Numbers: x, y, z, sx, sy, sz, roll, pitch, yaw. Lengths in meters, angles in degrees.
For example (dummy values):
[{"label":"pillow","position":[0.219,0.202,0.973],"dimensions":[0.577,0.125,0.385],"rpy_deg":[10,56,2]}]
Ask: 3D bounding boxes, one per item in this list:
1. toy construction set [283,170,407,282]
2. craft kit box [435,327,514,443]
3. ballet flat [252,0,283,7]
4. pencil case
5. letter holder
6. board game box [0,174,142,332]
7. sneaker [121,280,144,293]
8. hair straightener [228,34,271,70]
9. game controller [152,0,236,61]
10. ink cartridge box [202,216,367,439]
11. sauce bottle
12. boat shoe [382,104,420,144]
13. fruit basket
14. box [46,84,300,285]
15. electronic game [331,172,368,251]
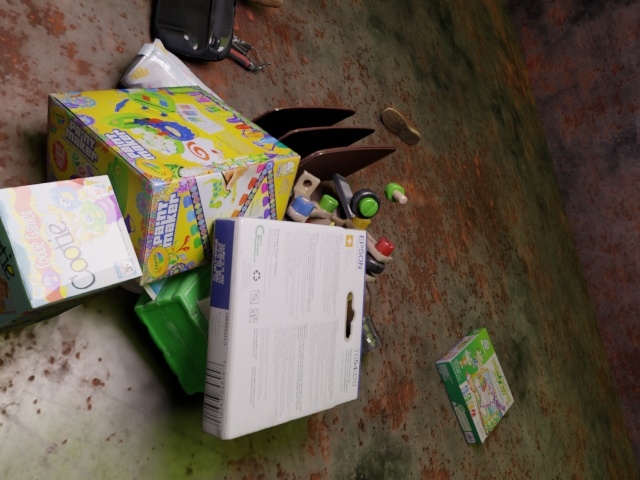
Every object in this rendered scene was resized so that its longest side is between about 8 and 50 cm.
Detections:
[{"label":"toy construction set","position":[0.000,0.000,1.171],"dimensions":[0.258,0.237,0.308],"rpy_deg":[0,116,-18]},{"label":"craft kit box","position":[0.457,0.418,1.635],"dimensions":[0.247,0.061,0.249],"rpy_deg":[-24,92,-50]},{"label":"ballet flat","position":[-0.228,-0.676,1.307],"dimensions":[0.124,0.116,0.342],"rpy_deg":[-43,105,-27]},{"label":"pencil case","position":[-0.260,-0.270,1.116],"dimensions":[0.273,0.124,0.113],"rpy_deg":[40,77,-26]},{"label":"letter holder","position":[0.009,-0.239,1.313],"dimensions":[0.302,0.214,0.152],"rpy_deg":[-13,84,-47]},{"label":"board game box","position":[-0.387,0.031,0.752],"dimensions":[0.142,0.275,0.144],"rpy_deg":[-18,88,-48]},{"label":"sneaker","position":[-0.339,0.028,0.963],"dimensions":[0.152,0.061,0.053],"rpy_deg":[57,42,-14]},{"label":"hair straightener","position":[-0.211,-0.472,1.299],"dimensions":[0.230,0.047,0.089],"rpy_deg":[21,60,-33]},{"label":"game controller","position":[-0.262,-0.544,1.203],"dimensions":[0.167,0.067,0.319],"rpy_deg":[6,78,-9]},{"label":"ink cartridge box","position":[-0.046,0.132,0.938],"dimensions":[0.330,0.071,0.324],"rpy_deg":[4,89,-52]},{"label":"sauce bottle","position":[0.053,0.094,1.302],"dimensions":[0.111,0.111,0.344],"rpy_deg":[-23,90,-48]},{"label":"boat shoe","position":[0.247,-0.365,1.726],"dimensions":[0.178,0.064,0.060],"rpy_deg":[32,48,-42]},{"label":"fruit basket","position":[-0.160,0.095,1.039],"dimensions":[0.327,0.165,0.353],"rpy_deg":[64,34,-16]},{"label":"box","position":[-0.245,-0.113,0.917],"dimensions":[0.290,0.177,0.279],"rpy_deg":[38,36,28]},{"label":"electronic game","position":[0.074,-0.055,1.353],"dimensions":[0.229,0.048,0.229],"rpy_deg":[-21,90,-87]}]
